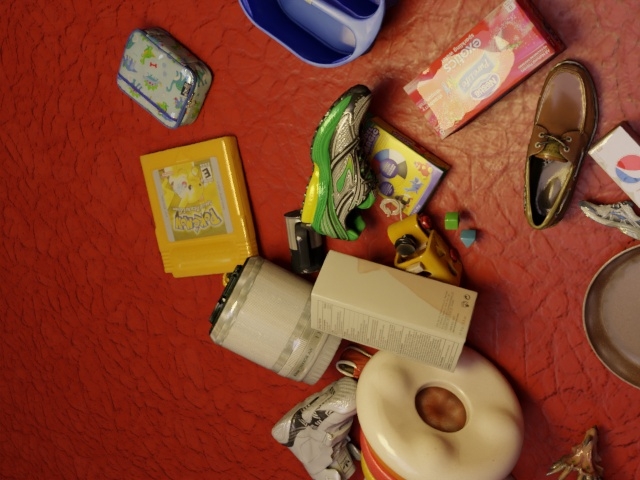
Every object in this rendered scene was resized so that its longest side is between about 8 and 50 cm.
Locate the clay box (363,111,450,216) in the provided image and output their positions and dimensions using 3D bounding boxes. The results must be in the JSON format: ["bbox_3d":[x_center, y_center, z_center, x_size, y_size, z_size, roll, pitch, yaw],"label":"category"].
[{"bbox_3d":[0.144,-0.161,1.478,0.222,0.053,0.127,36,122,13],"label":"clay box"}]

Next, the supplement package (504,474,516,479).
[{"bbox_3d":[0.324,0.612,1.562,0.149,0.194,0.203,49,122,5],"label":"supplement package"}]

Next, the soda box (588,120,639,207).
[{"bbox_3d":[0.576,-0.106,1.248,0.216,0.069,0.074,49,123,6],"label":"soda box"}]

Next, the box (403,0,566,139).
[{"bbox_3d":[0.298,-0.315,1.296,0.257,0.123,0.128,-37,88,33],"label":"box"}]

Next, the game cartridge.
[{"bbox_3d":[-0.299,-0.074,1.738,0.286,0.053,0.323,-7,96,31],"label":"game cartridge"}]

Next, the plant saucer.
[{"bbox_3d":[0.650,0.140,1.305,0.311,0.050,0.310,10,112,26],"label":"plant saucer"}]

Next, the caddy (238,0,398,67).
[{"bbox_3d":[-0.012,-0.490,1.376,0.341,0.179,0.241,39,120,13],"label":"caddy"}]

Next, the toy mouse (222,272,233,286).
[{"bbox_3d":[-0.184,0.127,1.770,0.143,0.031,0.161,38,117,13],"label":"toy mouse"}]

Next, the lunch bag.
[{"bbox_3d":[-0.371,-0.379,1.669,0.219,0.090,0.176,41,124,12],"label":"lunch bag"}]

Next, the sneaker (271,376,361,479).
[{"bbox_3d":[0.039,0.464,1.684,0.210,0.137,0.366,50,140,1],"label":"sneaker"}]

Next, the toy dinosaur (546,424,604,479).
[{"bbox_3d":[0.534,0.541,1.410,0.127,0.295,0.200,-14,142,8],"label":"toy dinosaur"}]

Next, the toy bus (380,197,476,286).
[{"bbox_3d":[0.203,0.033,1.454,0.202,0.104,0.190,12,132,7],"label":"toy bus"}]

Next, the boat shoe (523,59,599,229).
[{"bbox_3d":[0.433,-0.166,1.284,0.111,0.104,0.307,10,111,26],"label":"boat shoe"}]

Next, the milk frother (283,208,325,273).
[{"bbox_3d":[0.000,0.000,1.600,0.143,0.129,0.134,-11,106,-13],"label":"milk frother"}]

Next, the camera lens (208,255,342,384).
[{"bbox_3d":[-0.097,0.177,1.595,0.274,0.219,0.219,27,120,-5],"label":"camera lens"}]

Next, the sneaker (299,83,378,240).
[{"bbox_3d":[0.063,-0.153,1.434,0.146,0.134,0.343,22,127,17],"label":"sneaker"}]

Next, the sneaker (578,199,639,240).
[{"bbox_3d":[0.545,-0.051,1.302,0.135,0.052,0.058,25,108,11],"label":"sneaker"}]

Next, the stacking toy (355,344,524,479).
[{"bbox_3d":[0.207,0.471,1.568,0.351,0.350,0.479,32,138,16],"label":"stacking toy"}]

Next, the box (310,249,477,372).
[{"bbox_3d":[0.143,0.143,1.432,0.311,0.121,0.148,17,146,10],"label":"box"}]

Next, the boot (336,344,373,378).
[{"bbox_3d":[0.113,0.302,1.639,0.158,0.085,0.059,19,114,21],"label":"boot"}]
